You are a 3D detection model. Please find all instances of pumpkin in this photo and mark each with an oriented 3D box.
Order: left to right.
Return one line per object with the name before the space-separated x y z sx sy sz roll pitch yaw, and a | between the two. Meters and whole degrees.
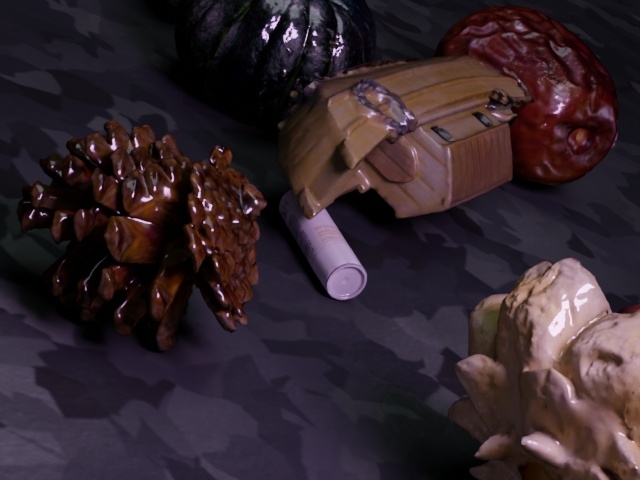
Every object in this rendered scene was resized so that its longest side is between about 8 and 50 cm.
pumpkin | -0.045 -0.212 1.873 0.220 0.162 0.220 19 35 -14

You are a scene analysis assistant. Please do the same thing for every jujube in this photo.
jujube | 0.232 -0.173 2.051 0.183 0.183 0.243 9 22 -34

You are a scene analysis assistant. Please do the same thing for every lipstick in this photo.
lipstick | 0.000 0.000 1.620 0.040 0.040 0.141 12 25 -29

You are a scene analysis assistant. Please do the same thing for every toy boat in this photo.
toy boat | 0.089 -0.090 1.766 0.162 0.136 0.445 47 25 13

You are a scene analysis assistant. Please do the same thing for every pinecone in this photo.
pinecone | -0.132 -0.005 1.355 0.195 0.150 0.179 23 23 -5

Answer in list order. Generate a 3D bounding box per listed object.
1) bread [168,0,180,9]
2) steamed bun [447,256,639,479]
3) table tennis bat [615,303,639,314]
bread | -0.162 -0.388 2.137 0.187 0.155 0.338 -2 37 -33
steamed bun | 0.210 0.165 1.295 0.137 0.295 0.292 -42 35 -22
table tennis bat | 0.285 0.142 1.360 0.200 0.038 0.310 47 -16 15
